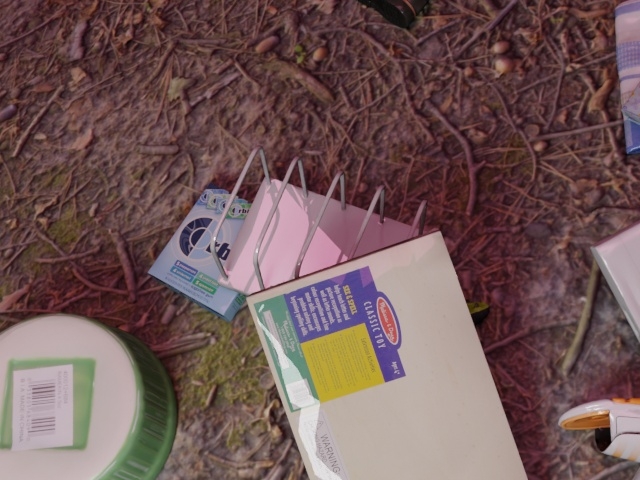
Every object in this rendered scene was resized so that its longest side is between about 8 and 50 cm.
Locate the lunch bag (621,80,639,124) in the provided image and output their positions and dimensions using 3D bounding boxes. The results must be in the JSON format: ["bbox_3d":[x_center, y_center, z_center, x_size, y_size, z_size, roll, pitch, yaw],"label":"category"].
[{"bbox_3d":[0.505,-0.201,1.366,0.083,0.053,0.071,36,96,34],"label":"lunch bag"}]

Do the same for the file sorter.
[{"bbox_3d":[0.000,0.000,1.348,0.278,0.173,0.192,19,70,11],"label":"file sorter"}]

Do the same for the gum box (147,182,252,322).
[{"bbox_3d":[-0.162,0.017,1.480,0.157,0.041,0.184,26,74,23],"label":"gum box"}]

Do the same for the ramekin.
[{"bbox_3d":[-0.373,0.251,1.333,0.304,0.148,0.303,-2,70,4],"label":"ramekin"}]

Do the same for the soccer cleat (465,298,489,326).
[{"bbox_3d":[0.170,0.143,1.331,0.179,0.072,0.060,-24,17,-15],"label":"soccer cleat"}]

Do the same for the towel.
[{"bbox_3d":[0.566,-0.275,1.415,0.209,0.034,0.284,-8,63,26],"label":"towel"}]

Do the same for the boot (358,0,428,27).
[{"bbox_3d":[0.127,-0.478,1.633,0.198,0.077,0.137,43,76,14],"label":"boot"}]

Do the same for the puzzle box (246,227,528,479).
[{"bbox_3d":[0.097,0.216,1.205,0.272,0.052,0.408,-19,92,5],"label":"puzzle box"}]

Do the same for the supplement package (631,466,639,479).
[{"bbox_3d":[0.512,0.314,1.065,0.244,0.139,0.133,36,77,1],"label":"supplement package"}]

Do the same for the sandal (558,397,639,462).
[{"bbox_3d":[0.445,0.250,1.182,0.266,0.102,0.076,-2,66,10],"label":"sandal"}]

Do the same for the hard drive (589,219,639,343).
[{"bbox_3d":[0.566,0.027,1.202,0.353,0.047,0.233,-28,91,1],"label":"hard drive"}]
